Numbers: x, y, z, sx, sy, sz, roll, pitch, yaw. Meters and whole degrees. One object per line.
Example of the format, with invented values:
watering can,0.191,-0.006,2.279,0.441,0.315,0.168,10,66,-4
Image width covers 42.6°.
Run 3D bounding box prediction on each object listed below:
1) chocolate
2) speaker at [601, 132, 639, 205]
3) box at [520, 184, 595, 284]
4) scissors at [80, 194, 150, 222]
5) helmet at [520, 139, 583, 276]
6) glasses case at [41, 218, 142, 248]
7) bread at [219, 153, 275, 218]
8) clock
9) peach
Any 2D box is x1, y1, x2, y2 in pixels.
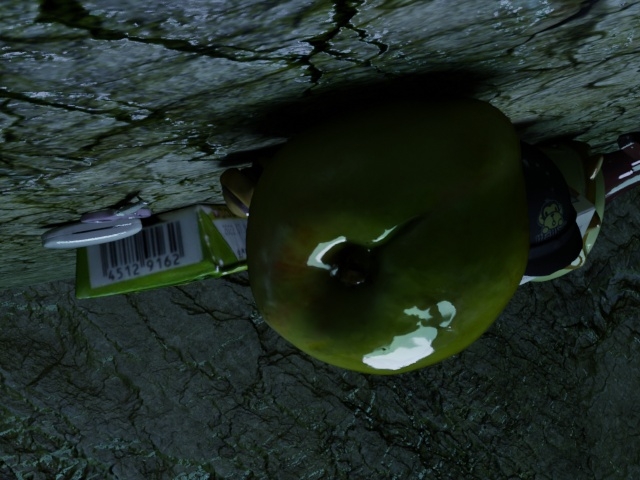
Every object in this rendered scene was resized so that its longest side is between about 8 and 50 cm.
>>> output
chocolate,-0.288,0.021,1.610,0.301,0.137,0.289,-11,178,16
speaker,0.749,-0.207,2.056,0.259,0.198,0.330,35,132,-30
box,0.292,-0.024,1.501,0.341,0.225,0.143,-20,139,-28
scissors,-0.290,-0.047,1.230,0.110,0.021,0.212,-7,176,-27
helmet,0.296,-0.076,1.325,0.231,0.160,0.279,-23,-141,-28
glasses case,-0.379,-0.014,1.365,0.164,0.041,0.063,-10,176,-27
bread,-0.018,-0.081,1.068,0.225,0.081,0.134,-14,-177,-20
clock,0.480,-0.072,1.722,0.117,0.286,0.348,8,169,-10
peach,0.081,-0.004,0.885,0.314,0.281,0.316,-21,179,16
